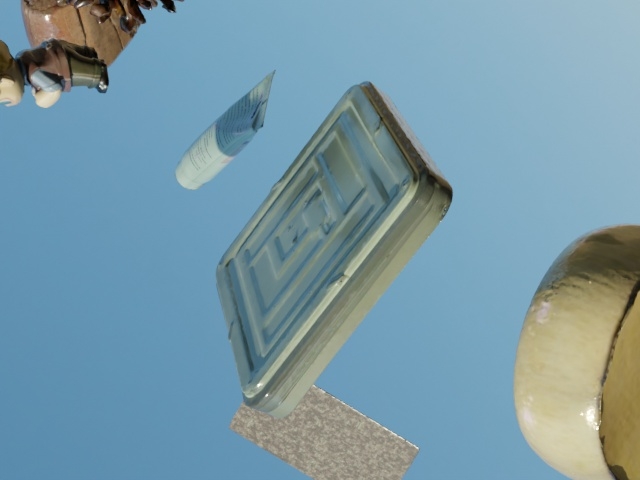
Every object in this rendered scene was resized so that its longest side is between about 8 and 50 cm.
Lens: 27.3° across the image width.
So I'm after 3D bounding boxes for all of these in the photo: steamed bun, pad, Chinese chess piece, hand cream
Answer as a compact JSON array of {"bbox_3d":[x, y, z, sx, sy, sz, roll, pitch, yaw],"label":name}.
[{"bbox_3d":[-0.312,-0.300,1.693,0.175,0.106,0.145,-52,-37,-35],"label":"steamed bun"},{"bbox_3d":[0.003,0.263,1.756,0.235,0.158,0.003,31,-140,2],"label":"pad"},{"bbox_3d":[0.292,0.111,1.270,0.104,0.257,0.257,16,-177,40],"label":"Chinese chess piece"},{"bbox_3d":[-0.134,-0.141,1.820,0.058,0.331,0.085,21,-112,-15],"label":"hand cream"}]

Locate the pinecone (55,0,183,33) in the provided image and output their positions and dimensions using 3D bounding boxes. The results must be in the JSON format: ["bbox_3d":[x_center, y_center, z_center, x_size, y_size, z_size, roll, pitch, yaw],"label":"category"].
[{"bbox_3d":[-0.204,-0.352,1.326,0.224,0.224,0.272,11,-102,-51],"label":"pinecone"}]

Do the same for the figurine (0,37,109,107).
[{"bbox_3d":[-0.330,-0.175,1.409,0.196,0.108,0.114,-6,-137,-33],"label":"figurine"}]

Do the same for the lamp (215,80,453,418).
[{"bbox_3d":[0.000,0.000,1.242,0.047,0.269,0.266,31,-164,-23],"label":"lamp"}]
